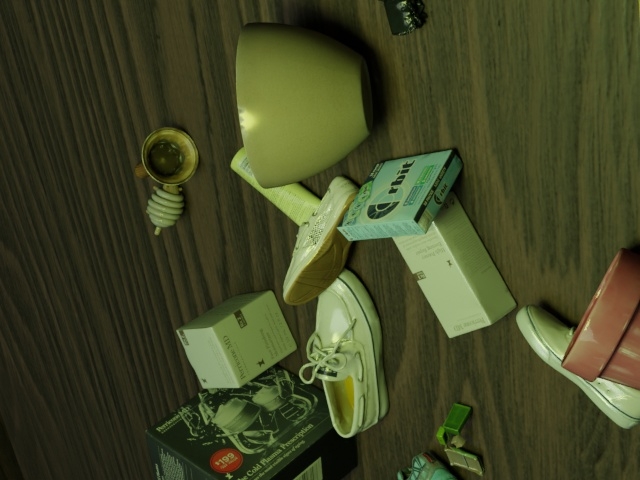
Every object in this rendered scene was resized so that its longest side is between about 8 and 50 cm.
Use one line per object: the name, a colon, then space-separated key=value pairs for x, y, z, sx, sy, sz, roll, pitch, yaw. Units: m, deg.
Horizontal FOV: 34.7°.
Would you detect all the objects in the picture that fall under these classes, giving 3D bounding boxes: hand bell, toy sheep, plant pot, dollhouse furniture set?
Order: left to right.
hand bell: x=-0.373 y=-0.168 z=2.294 sx=0.242 sy=0.126 sz=0.126 roll=-13 pitch=105 yaw=63
toy sheep: x=-0.352 y=-0.075 z=2.322 sx=0.091 sy=0.091 sz=0.132 roll=25 pitch=106 yaw=36
plant pot: x=-0.014 y=-0.236 z=1.739 sx=0.191 sy=0.284 sz=0.284 roll=-4 pitch=116 yaw=10
dollhouse furniture set: x=0.278 y=0.385 z=1.993 sx=0.076 sy=0.058 sz=0.151 roll=10 pitch=141 yaw=35
plant pot: x=0.475 y=0.137 z=1.491 sx=0.180 sy=0.201 sz=0.201 roll=27 pitch=134 yaw=12

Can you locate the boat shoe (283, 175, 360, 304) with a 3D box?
boat shoe: x=0.000 y=0.000 z=1.960 sx=0.096 sy=0.098 sz=0.277 roll=51 pitch=120 yaw=37

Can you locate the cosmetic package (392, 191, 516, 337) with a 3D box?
cosmetic package: x=0.226 y=0.044 z=1.773 sx=0.117 sy=0.085 sz=0.231 roll=-28 pitch=91 yaw=52

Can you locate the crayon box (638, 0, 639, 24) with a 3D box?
crayon box: x=0.557 y=-0.207 z=1.243 sx=0.323 sy=0.083 sz=0.203 roll=13 pitch=124 yaw=42

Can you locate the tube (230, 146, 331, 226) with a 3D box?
tube: x=-0.072 y=-0.096 z=2.033 sx=0.240 sy=0.062 sz=0.070 roll=39 pitch=173 yaw=15

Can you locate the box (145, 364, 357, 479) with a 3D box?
box: x=-0.147 y=0.456 z=2.245 sx=0.312 sy=0.343 sz=0.179 roll=23 pitch=131 yaw=36

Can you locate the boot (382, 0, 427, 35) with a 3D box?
boot: x=0.111 y=-0.379 z=1.651 sx=0.121 sy=0.045 sz=0.099 roll=-1 pitch=117 yaw=47

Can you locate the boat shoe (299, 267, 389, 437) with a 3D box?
boat shoe: x=0.030 y=0.239 z=2.057 sx=0.136 sy=0.156 sz=0.367 roll=15 pitch=125 yaw=41

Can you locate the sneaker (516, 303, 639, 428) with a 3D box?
sneaker: x=0.434 y=0.182 z=1.649 sx=0.258 sy=0.094 sz=0.091 roll=42 pitch=121 yaw=14

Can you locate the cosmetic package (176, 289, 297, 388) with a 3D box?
cosmetic package: x=-0.184 y=0.218 z=2.256 sx=0.151 sy=0.184 sz=0.151 roll=-11 pitch=106 yaw=50

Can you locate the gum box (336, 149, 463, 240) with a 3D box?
gum box: x=0.134 y=-0.074 z=1.736 sx=0.184 sy=0.157 sz=0.041 roll=-5 pitch=136 yaw=48

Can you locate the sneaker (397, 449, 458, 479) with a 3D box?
sneaker: x=0.208 y=0.530 z=2.130 sx=0.125 sy=0.104 sz=0.262 roll=55 pitch=141 yaw=33
